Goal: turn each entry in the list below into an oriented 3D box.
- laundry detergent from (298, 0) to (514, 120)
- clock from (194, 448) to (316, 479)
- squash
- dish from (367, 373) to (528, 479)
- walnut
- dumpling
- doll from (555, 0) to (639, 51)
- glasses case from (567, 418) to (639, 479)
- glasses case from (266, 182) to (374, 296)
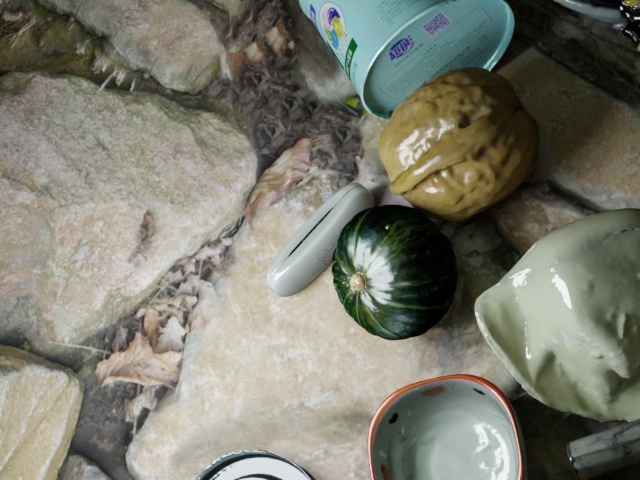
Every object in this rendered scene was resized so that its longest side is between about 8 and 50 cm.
[{"bbox_3d":[0.125,-0.406,1.985,0.287,0.287,0.305,-35,63,9],"label":"laundry detergent"},{"bbox_3d":[-0.106,0.476,1.914,0.280,0.055,0.281,-8,69,21],"label":"clock"},{"bbox_3d":[0.117,0.049,1.890,0.172,0.218,0.218,-22,58,-28],"label":"squash"},{"bbox_3d":[0.201,0.332,1.797,0.256,0.117,0.256,-8,69,21],"label":"dish"},{"bbox_3d":[0.215,-0.148,1.900,0.257,0.257,0.224,-36,95,8],"label":"walnut"},{"bbox_3d":[0.447,0.109,1.753,0.395,0.233,0.316,-28,97,7],"label":"dumpling"},{"bbox_3d":[0.485,-0.410,1.940,0.316,0.103,0.146,38,105,21],"label":"doll"},{"bbox_3d":[0.501,0.268,1.688,0.299,0.114,0.060,-21,80,12],"label":"glasses case"},{"bbox_3d":[0.000,0.000,2.011,0.233,0.092,0.059,-48,59,0],"label":"glasses case"}]
